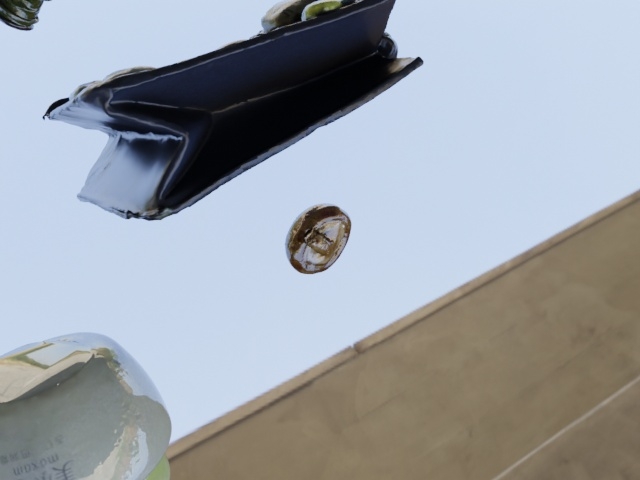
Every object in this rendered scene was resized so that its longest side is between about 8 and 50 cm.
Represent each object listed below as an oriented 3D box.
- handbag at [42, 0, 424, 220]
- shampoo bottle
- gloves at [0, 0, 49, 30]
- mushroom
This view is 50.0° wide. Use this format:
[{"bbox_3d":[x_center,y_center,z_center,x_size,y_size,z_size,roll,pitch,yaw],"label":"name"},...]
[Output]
[{"bbox_3d":[-0.099,-0.150,0.696,0.329,0.122,0.303,-30,-161,-22],"label":"handbag"},{"bbox_3d":[-0.412,0.320,1.121,0.323,0.317,0.322,-15,-165,4],"label":"shampoo bottle"},{"bbox_3d":[-0.462,-0.464,1.102,0.135,0.268,0.107,32,-139,-9],"label":"gloves"},{"bbox_3d":[0.000,0.000,1.125,0.127,0.127,0.087,-28,-132,-21],"label":"mushroom"}]
